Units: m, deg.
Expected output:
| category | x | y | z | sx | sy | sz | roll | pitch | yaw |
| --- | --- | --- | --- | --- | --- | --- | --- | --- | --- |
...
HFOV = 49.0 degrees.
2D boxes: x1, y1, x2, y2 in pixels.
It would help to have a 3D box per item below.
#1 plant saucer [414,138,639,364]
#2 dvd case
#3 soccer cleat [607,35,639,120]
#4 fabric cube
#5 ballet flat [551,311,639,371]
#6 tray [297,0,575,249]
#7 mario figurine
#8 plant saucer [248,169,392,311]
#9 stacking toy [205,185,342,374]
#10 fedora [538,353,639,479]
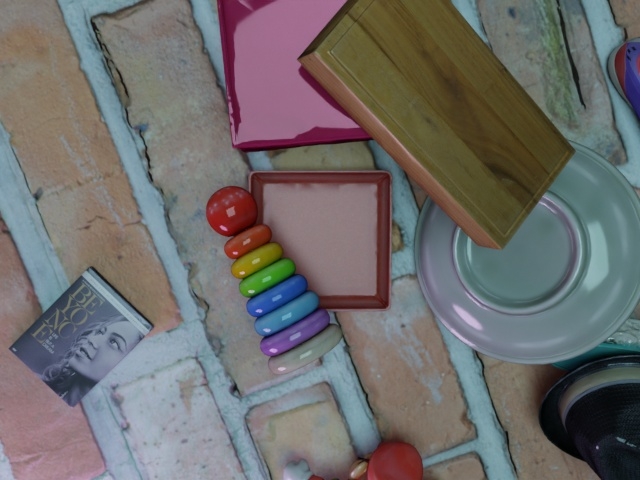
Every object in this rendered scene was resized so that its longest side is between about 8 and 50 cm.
| category | x | y | z | sx | sy | sz | roll | pitch | yaw |
| --- | --- | --- | --- | --- | --- | --- | --- | --- | --- |
| plant saucer | 0.339 | 0.015 | 1.186 | 0.401 | 0.101 | 0.400 | 0 | 90 | 25 |
| dvd case | -0.446 | 0.182 | 1.312 | 0.221 | 0.018 | 0.164 | -45 | 94 | 3 |
| soccer cleat | 0.629 | -0.219 | 1.243 | 0.109 | 0.116 | 0.318 | -34 | 95 | 2 |
| fabric cube | -0.020 | -0.283 | 1.155 | 0.258 | 0.259 | 0.253 | -5 | 96 | -1 |
| ballet flat | 0.598 | 0.192 | 1.286 | 0.409 | 0.147 | 0.146 | 11 | 95 | -5 |
| tray | 0.183 | -0.194 | 1.029 | 0.411 | 0.076 | 0.202 | 43 | 79 | -21 |
| mario figurine | 0.051 | 0.477 | 1.318 | 0.321 | 0.198 | 0.170 | -36 | 54 | 10 |
| plant saucer | 0.000 | 0.000 | 1.288 | 0.259 | 0.048 | 0.258 | 0 | 96 | 0 |
| stacking toy | -0.097 | 0.058 | 1.208 | 0.141 | 0.141 | 0.330 | -29 | 92 | 2 |
| fedora | 0.555 | 0.350 | 1.221 | 0.334 | 0.152 | 0.333 | 2 | 127 | 3 |
